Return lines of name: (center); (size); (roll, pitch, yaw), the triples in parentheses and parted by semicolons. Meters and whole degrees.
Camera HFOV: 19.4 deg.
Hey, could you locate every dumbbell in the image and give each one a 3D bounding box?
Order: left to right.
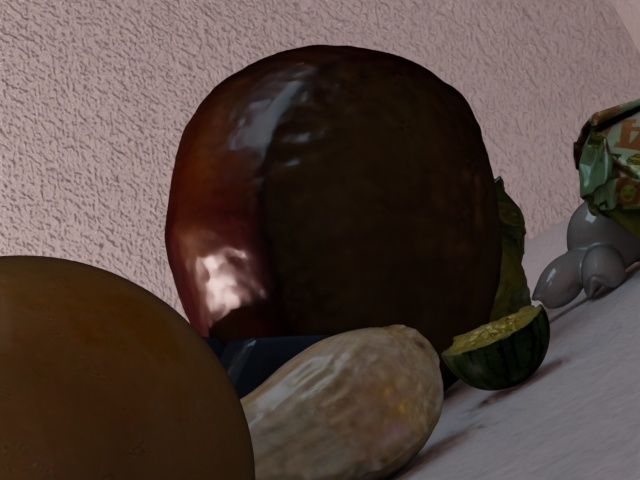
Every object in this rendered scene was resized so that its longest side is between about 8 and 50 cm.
dumbbell: (-0.089, 0.160, 1.766); (0.316, 0.144, 0.156); (-7, 55, 62)

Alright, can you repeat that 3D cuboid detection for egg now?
egg: (-0.191, 0.160, 1.230); (0.301, 0.301, 0.374); (-29, -9, 10)

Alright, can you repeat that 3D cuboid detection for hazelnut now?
hazelnut: (0.000, 0.000, 1.986); (0.421, 0.420, 0.353); (-29, -7, 41)

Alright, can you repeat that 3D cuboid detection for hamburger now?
hamburger: (0.402, -0.072, 2.063); (0.214, 0.235, 0.125); (-30, -40, -18)

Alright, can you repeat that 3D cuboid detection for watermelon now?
watermelon: (0.164, 0.103, 1.694); (0.105, 0.062, 0.105); (-24, 6, 2)

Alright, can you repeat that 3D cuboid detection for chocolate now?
chocolate: (-0.024, 0.171, 1.524); (0.309, 0.134, 0.134); (-31, 0, -21)

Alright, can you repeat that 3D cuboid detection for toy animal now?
toy animal: (0.324, 0.017, 2.154); (0.104, 0.130, 0.220); (3, 49, 31)

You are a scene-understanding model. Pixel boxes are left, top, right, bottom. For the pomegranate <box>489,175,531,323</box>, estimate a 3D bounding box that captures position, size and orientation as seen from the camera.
pomegranate: (0.104, 0.048, 2.240); (0.341, 0.260, 0.260); (-32, 0, -17)
